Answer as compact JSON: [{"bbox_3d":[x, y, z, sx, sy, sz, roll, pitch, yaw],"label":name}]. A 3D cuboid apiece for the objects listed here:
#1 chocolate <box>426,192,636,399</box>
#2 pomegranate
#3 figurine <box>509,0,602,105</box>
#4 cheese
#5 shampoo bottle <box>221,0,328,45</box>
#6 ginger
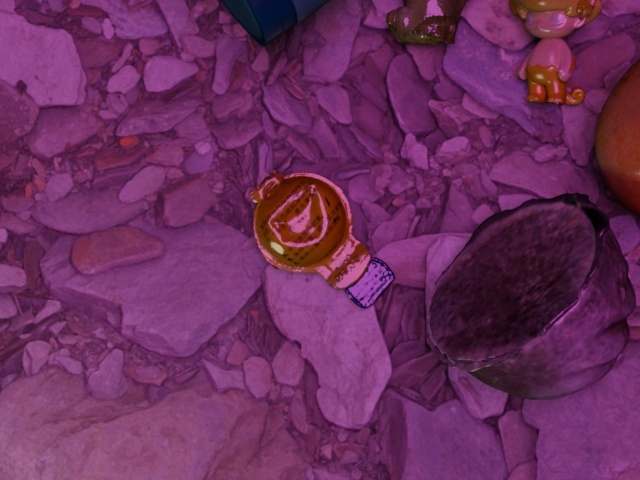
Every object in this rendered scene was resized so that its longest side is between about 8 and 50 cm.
[{"bbox_3d":[0.324,0.107,1.480,0.213,0.303,0.303,42,87,-26],"label":"chocolate"},{"bbox_3d":[0.534,-0.149,1.476,0.319,0.319,0.319,0,85,2],"label":"pomegranate"},{"bbox_3d":[0.353,-0.329,1.585,0.156,0.131,0.246,15,103,42],"label":"figurine"},{"bbox_3d":[0.000,0.000,1.588,0.250,0.064,0.156,44,88,-5],"label":"cheese"},{"bbox_3d":[-0.037,-0.509,1.503,0.343,0.331,0.331,-36,85,-3],"label":"shampoo bottle"},{"bbox_3d":[0.188,-0.429,1.611,0.137,0.089,0.289,27,91,29],"label":"ginger"}]
